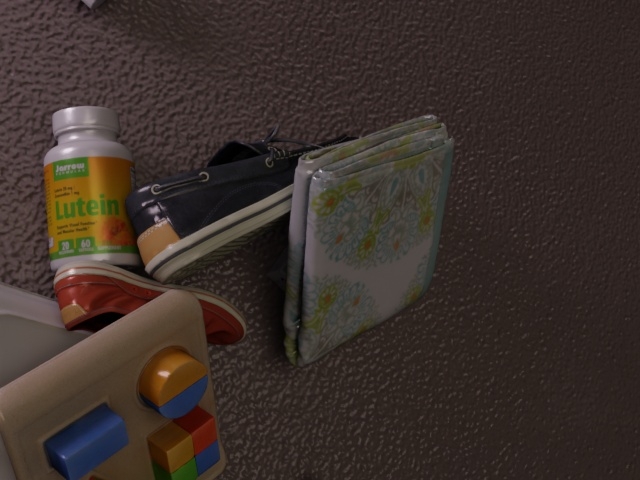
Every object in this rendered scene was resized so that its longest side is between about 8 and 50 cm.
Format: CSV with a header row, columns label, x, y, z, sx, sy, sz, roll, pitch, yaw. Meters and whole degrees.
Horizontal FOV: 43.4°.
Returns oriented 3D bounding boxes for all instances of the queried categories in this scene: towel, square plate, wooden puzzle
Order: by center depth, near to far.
label,x,y,z,sx,sy,sz,roll,pitch,yaw
square plate,-0.408,0.248,1.137,0.344,0.049,0.347,25,68,-44
wooden puzzle,-0.264,0.286,1.142,0.322,0.080,0.348,-32,128,-38
towel,0.075,-0.003,1.333,0.320,0.090,0.374,-22,129,-38

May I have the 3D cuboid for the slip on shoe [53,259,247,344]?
label,x,y,z,sx,sy,sz,roll,pitch,yaw
slip on shoe,-0.253,0.122,1.232,0.331,0.123,0.101,21,50,-42

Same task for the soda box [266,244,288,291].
label,x,y,z,sx,sy,sz,roll,pitch,yaw
soda box,0.000,0.000,1.435,0.074,0.069,0.216,42,67,-14

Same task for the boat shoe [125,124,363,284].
label,x,y,z,sx,sy,sz,roll,pitch,yaw
boat shoe,-0.101,-0.095,1.309,0.500,0.187,0.156,-29,84,-41

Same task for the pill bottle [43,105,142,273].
label,x,y,z,sx,sy,sz,roll,pitch,yaw
pill bottle,-0.353,-0.075,1.241,0.136,0.136,0.246,-3,82,-26

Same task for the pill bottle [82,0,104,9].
label,x,y,z,sx,sy,sz,roll,pitch,yaw
pill bottle,-0.414,-0.473,1.297,0.193,0.108,0.108,45,66,-13
